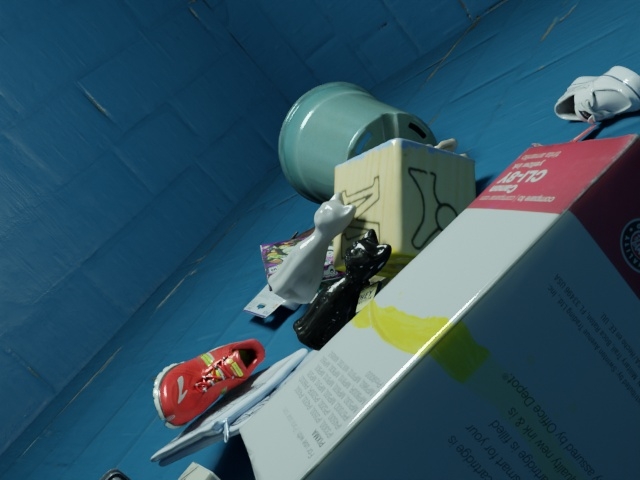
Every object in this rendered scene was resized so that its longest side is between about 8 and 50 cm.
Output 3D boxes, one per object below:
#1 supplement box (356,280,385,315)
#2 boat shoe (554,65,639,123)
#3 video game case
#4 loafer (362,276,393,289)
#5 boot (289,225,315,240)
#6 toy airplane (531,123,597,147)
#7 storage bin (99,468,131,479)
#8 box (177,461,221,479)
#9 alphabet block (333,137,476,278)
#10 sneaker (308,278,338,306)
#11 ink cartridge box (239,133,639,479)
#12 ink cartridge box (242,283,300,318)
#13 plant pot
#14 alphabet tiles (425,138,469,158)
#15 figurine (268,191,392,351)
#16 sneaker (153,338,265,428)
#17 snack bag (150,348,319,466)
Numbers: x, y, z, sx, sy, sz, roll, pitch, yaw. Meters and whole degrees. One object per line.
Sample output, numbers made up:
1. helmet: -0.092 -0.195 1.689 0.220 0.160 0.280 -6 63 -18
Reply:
1. supplement box: 0.098 0.131 1.100 0.056 0.083 0.083 -32 18 31
2. boat shoe: 0.518 -0.255 1.179 0.084 0.095 0.258 -44 5 5
3. video game case: -0.010 0.037 1.392 0.232 0.042 0.210 -11 18 -5
4. loafer: 0.112 0.083 1.263 0.148 0.050 0.056 -45 16 -16
5. boot: 0.000 0.000 1.636 0.206 0.090 0.248 -24 4 11
6. toy airplane: 0.446 -0.170 1.198 0.151 0.028 0.151 -28 15 8
7. storage bin: -0.400 0.529 1.212 0.091 0.098 0.135 24 62 42
8. box: -0.226 0.467 0.907 0.275 0.113 0.094 -47 15 -26
9. alphabet block: 0.148 -0.045 1.126 0.193 0.192 0.197 -19 65 56
10. sneaker: 0.019 0.099 1.410 0.110 0.107 0.275 -21 21 -1
11. ink cartridge box: 0.164 0.143 0.539 0.384 0.279 0.160 -43 15 -8
12. ink cartridge box: -0.085 0.123 1.634 0.224 0.045 0.223 -47 15 -16
13. plant pot: 0.107 -0.214 1.605 0.341 0.341 0.334 -42 28 -5
14. alphabet tiles: 0.179 -0.108 1.348 0.284 0.021 0.278 -16 -26 -20
15. figurine: 0.018 0.042 1.065 0.209 0.092 0.215 -58 37 18
16. sneaker: -0.199 0.247 1.181 0.118 0.107 0.279 -28 2 29
17. snack bag: -0.092 0.260 1.115 0.342 0.037 0.323 -31 -1 32
